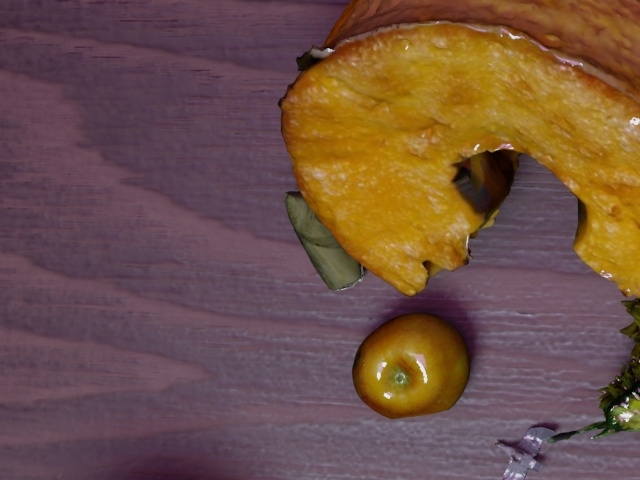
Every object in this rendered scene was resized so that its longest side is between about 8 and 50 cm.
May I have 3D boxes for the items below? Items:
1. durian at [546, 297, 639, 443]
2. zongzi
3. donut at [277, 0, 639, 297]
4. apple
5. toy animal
[{"bbox_3d":[0.357,0.064,1.676,0.132,0.106,0.375,41,100,-16],"label":"durian"},{"bbox_3d":[0.000,0.000,1.749,0.052,0.113,0.104,-20,87,17],"label":"zongzi"},{"bbox_3d":[0.184,-0.102,1.571,0.435,0.378,0.163,8,56,26],"label":"donut"},{"bbox_3d":[0.085,0.119,1.740,0.114,0.102,0.099,-7,91,13],"label":"apple"},{"bbox_3d":[0.189,0.209,1.758,0.050,0.028,0.084,32,97,1],"label":"toy animal"}]
